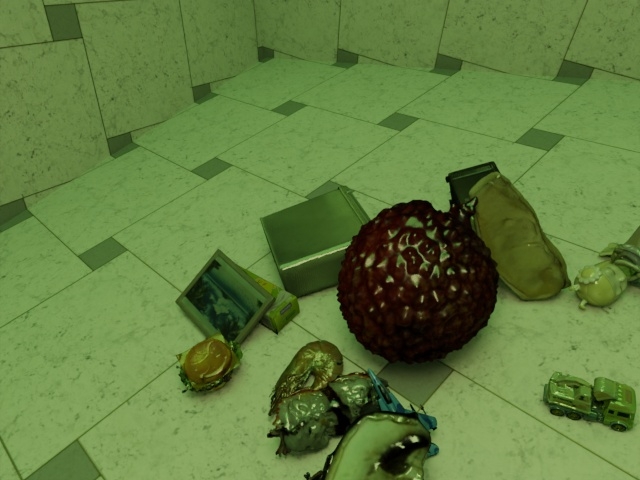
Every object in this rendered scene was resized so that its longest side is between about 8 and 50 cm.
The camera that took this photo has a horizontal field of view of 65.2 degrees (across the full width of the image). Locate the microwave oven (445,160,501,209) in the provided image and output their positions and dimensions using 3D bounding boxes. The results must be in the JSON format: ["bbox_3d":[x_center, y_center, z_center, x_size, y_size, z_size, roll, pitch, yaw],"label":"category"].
[{"bbox_3d":[0.550,-0.119,1.723,0.178,0.188,0.247,-12,42,8],"label":"microwave oven"}]

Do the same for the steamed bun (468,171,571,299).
[{"bbox_3d":[0.528,0.003,1.476,0.247,0.428,0.189,-36,16,17],"label":"steamed bun"}]

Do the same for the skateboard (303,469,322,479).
[{"bbox_3d":[-0.036,0.577,1.108,0.080,0.067,0.151,34,52,31],"label":"skateboard"}]

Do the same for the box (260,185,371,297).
[{"bbox_3d":[0.000,0.000,1.717,0.344,0.177,0.351,-18,40,-7],"label":"box"}]

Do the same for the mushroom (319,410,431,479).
[{"bbox_3d":[0.120,0.525,1.028,0.248,0.130,0.343,5,66,10],"label":"mushroom"}]

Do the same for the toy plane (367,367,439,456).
[{"bbox_3d":[0.170,0.410,1.162,0.169,0.078,0.246,-28,75,-18],"label":"toy plane"}]

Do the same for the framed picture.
[{"bbox_3d":[-0.308,0.191,1.579,0.315,0.024,0.232,35,84,36],"label":"framed picture"}]

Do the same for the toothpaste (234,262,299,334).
[{"bbox_3d":[-0.218,0.179,1.623,0.328,0.077,0.110,24,51,36],"label":"toothpaste"}]

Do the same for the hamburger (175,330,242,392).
[{"bbox_3d":[-0.308,0.353,1.414,0.190,0.093,0.164,-22,48,-10],"label":"hamburger"}]

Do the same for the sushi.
[{"bbox_3d":[0.028,0.418,1.229,0.333,0.124,0.130,-17,31,-10],"label":"sushi"}]

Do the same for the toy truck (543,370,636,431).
[{"bbox_3d":[0.626,0.360,1.163,0.191,0.116,0.085,9,44,24],"label":"toy truck"}]

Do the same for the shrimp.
[{"bbox_3d":[-0.044,0.378,1.355,0.145,0.061,0.267,32,52,29],"label":"shrimp"}]

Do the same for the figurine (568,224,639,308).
[{"bbox_3d":[0.884,0.070,1.448,0.395,0.226,0.274,-30,10,-6],"label":"figurine"}]

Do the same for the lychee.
[{"bbox_3d":[0.269,0.088,1.334,0.425,0.424,0.499,32,81,41],"label":"lychee"}]
